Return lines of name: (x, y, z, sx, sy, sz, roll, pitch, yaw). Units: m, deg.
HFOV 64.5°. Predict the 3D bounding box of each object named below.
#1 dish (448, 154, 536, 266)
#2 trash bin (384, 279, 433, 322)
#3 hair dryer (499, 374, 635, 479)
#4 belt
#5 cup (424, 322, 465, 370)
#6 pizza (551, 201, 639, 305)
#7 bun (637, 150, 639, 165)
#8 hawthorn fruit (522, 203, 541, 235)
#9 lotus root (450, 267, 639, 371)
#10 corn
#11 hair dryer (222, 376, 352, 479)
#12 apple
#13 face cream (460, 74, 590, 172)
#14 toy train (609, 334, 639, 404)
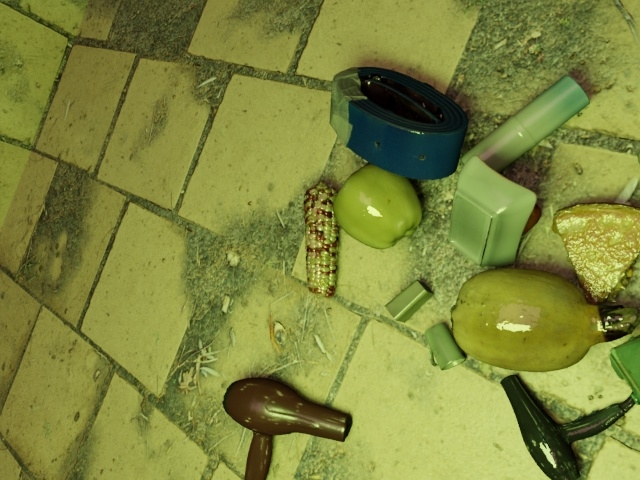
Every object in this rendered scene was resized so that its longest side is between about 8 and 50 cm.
dish: (0.304, -0.038, 0.962, 0.077, 0.212, 0.151, -34, 56, -19)
trash bin: (0.192, 0.130, 1.086, 0.092, 0.061, 0.043, -44, 59, 14)
hair dryer: (0.451, 0.297, 0.891, 0.219, 0.075, 0.196, -30, 54, 12)
belt: (0.158, -0.260, 1.100, 0.347, 0.212, 0.117, 46, 148, 38)
cup: (0.251, 0.220, 1.040, 0.054, 0.075, 0.083, -18, 60, -11)
pizza: (0.507, 0.031, 0.911, 0.188, 0.062, 0.199, 12, 93, 36)
bun: (0.639, -0.134, 0.780, 0.281, 0.205, 0.282, -2, 82, 18)
hawthorn fruit: (0.380, -0.043, 0.996, 0.081, 0.081, 0.093, 45, 113, 32)
lotus root: (0.383, 0.141, 0.895, 0.309, 0.182, 0.183, 1, 79, 34)
corn: (0.000, 0.000, 1.223, 0.092, 0.092, 0.281, -4, 79, 32)
hair dryer: (-0.099, 0.505, 1.180, 0.312, 0.123, 0.341, 12, 96, 24)
apple: (0.122, -0.076, 1.109, 0.199, 0.200, 0.200, -8, 74, 31)
face cream: (0.405, -0.218, 1.020, 0.250, 0.077, 0.077, -38, 61, 20)
toy train: (0.554, 0.270, 0.724, 0.129, 0.159, 0.327, -30, 49, 17)
